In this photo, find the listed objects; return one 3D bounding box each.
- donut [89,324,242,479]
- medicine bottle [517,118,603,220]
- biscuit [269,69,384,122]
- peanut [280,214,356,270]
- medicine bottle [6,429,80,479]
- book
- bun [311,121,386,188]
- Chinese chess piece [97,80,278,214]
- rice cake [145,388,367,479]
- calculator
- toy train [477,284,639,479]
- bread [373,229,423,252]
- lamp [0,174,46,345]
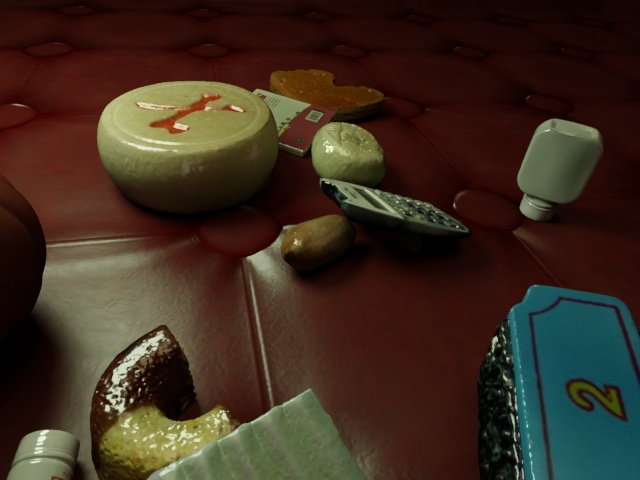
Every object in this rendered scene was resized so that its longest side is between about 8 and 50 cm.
[{"bbox_3d":[-0.165,0.188,0.472,0.217,0.085,0.141,35,47,29],"label":"donut"},{"bbox_3d":[0.441,-0.128,0.857,0.119,0.183,0.069,19,40,17],"label":"medicine bottle"},{"bbox_3d":[0.015,-0.399,1.243,0.262,0.052,0.277,-17,47,-24],"label":"biscuit"},{"bbox_3d":[0.000,0.000,0.735,0.152,0.076,0.076,-23,47,-38],"label":"peanut"},{"bbox_3d":[-0.265,0.233,0.426,0.057,0.057,0.089,-3,40,-11],"label":"medicine bottle"},{"bbox_3d":[-0.100,-0.287,1.086,0.231,0.022,0.162,21,57,20],"label":"book"},{"bbox_3d":[0.056,-0.163,0.924,0.163,0.111,0.188,19,34,-11],"label":"bun"},{"bbox_3d":[-0.250,-0.192,0.888,0.337,0.141,0.338,3,38,-2],"label":"Chinese chess piece"},{"bbox_3d":[-0.027,0.252,0.390,0.189,0.037,0.198,-19,72,-26],"label":"rice cake"},{"bbox_3d":[0.136,-0.053,0.785,0.267,0.040,0.177,7,21,-19],"label":"calculator"},{"bbox_3d":[0.291,0.197,0.444,0.264,0.188,0.300,8,40,10],"label":"toy train"},{"bbox_3d":[0.134,-0.007,0.785,0.083,0.047,0.036,23,72,23],"label":"bread"},{"bbox_3d":[-0.470,0.030,0.493,0.302,0.257,0.303,2,39,-2],"label":"lamp"}]
